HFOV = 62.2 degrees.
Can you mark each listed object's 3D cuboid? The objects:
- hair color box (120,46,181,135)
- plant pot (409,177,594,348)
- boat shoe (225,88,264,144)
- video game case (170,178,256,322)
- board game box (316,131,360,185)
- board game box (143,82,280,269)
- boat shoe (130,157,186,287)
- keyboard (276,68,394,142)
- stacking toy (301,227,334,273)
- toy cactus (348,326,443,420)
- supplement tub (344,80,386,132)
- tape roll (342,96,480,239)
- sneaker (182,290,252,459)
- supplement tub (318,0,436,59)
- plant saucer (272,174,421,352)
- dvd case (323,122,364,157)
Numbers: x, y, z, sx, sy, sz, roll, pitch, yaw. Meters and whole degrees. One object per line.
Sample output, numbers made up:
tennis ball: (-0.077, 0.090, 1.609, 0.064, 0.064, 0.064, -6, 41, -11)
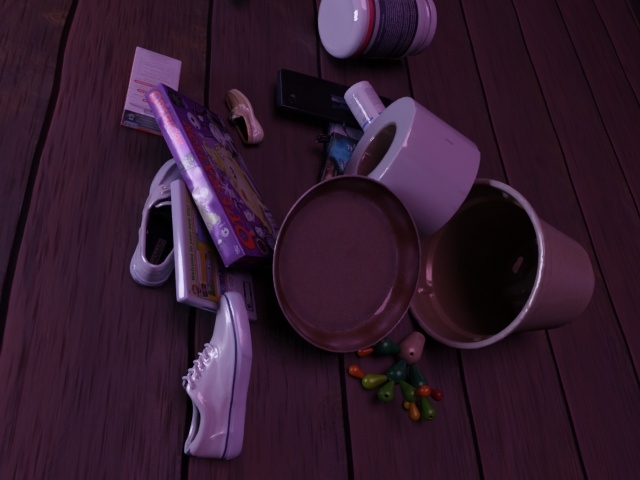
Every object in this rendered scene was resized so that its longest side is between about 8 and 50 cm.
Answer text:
hair color box: (-0.335, -0.296, 1.056, 0.093, 0.053, 0.167, 13, 57, -24)
plant pot: (0.397, 0.065, 1.118, 0.306, 0.334, 0.333, 11, 58, -36)
boat shoe: (-0.169, -0.264, 1.131, 0.045, 0.050, 0.135, -23, 76, -41)
video game case: (-0.182, 0.023, 0.914, 0.193, 0.023, 0.212, 34, 41, -58)
board game box: (0.094, -0.153, 1.193, 0.186, 0.026, 0.126, 16, 87, -20)
board game box: (-0.178, -0.107, 0.969, 0.346, 0.056, 0.208, 62, 19, 13)
boat shoe: (-0.267, -0.050, 0.934, 0.096, 0.088, 0.267, 23, 55, -16)
keyboard: (0.049, -0.287, 1.241, 0.317, 0.033, 0.201, 9, 59, -22)
stacking toy: (0.039, 0.051, 1.000, 0.221, 0.052, 0.166, -4, 98, -40)
toy cactus: (0.156, 0.233, 1.013, 0.219, 0.112, 0.180, 39, 42, 6)
supplement tub: (0.109, -0.303, 1.218, 0.071, 0.071, 0.107, -18, 73, -35)
tape roll: (0.175, -0.142, 1.079, 0.169, 0.246, 0.246, 30, 53, -19)
sneaker: (-0.161, 0.206, 0.809, 0.091, 0.094, 0.258, 5, 83, -25)
supplement tub: (0.149, -0.574, 1.390, 0.272, 0.191, 0.191, -11, 70, -33)
plant saucer: (0.047, 0.040, 0.942, 0.311, 0.050, 0.310, -2, 94, -30)
dvd case: (0.129, -0.229, 1.288, 0.239, 0.029, 0.179, 21, 56, -16)
